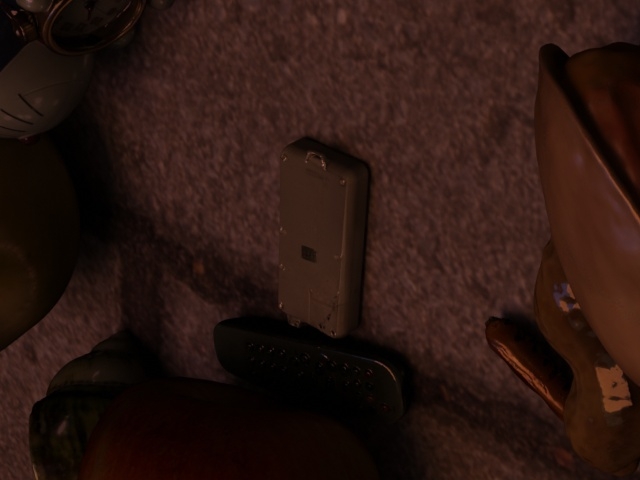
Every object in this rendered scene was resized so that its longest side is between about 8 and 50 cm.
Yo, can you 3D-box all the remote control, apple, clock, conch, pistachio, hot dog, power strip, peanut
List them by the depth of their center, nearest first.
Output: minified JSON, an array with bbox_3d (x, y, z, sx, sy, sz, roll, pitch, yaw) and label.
[{"bbox_3d":[0.252,-0.017,1.313,0.187,0.187,0.299,-17,103,47],"label":"pistachio"},{"bbox_3d":[0.225,0.084,1.466,0.103,0.098,0.229,-116,11,-72],"label":"peanut"},{"bbox_3d":[0.183,0.107,1.559,0.122,0.049,0.037,44,99,8],"label":"hot dog"},{"bbox_3d":[0.000,0.000,1.674,0.081,0.035,0.192,24,128,31],"label":"power strip"},{"bbox_3d":[-0.245,-0.193,1.675,0.243,0.199,0.146,-41,70,25],"label":"clock"},{"bbox_3d":[-0.086,0.273,1.713,0.301,0.301,0.301,22,127,33],"label":"apple"},{"bbox_3d":[-0.010,0.116,1.746,0.222,0.042,0.072,14,123,37],"label":"remote control"},{"bbox_3d":[-0.364,-0.043,1.835,0.295,0.233,0.258,54,-177,-48],"label":"apple"},{"bbox_3d":[-0.219,0.185,1.894,0.124,0.187,0.181,-31,61,13],"label":"conch"}]
